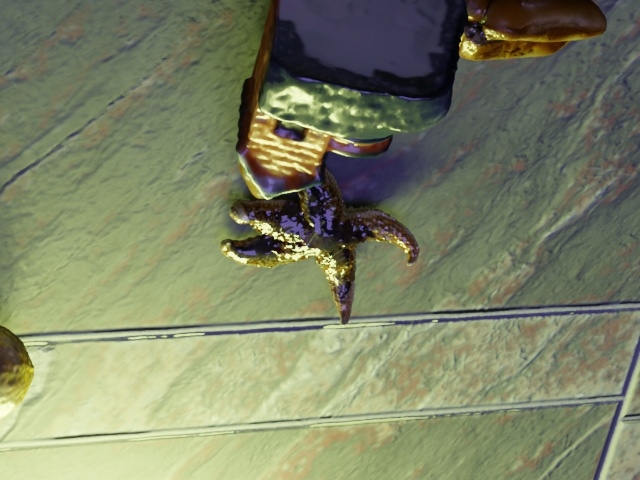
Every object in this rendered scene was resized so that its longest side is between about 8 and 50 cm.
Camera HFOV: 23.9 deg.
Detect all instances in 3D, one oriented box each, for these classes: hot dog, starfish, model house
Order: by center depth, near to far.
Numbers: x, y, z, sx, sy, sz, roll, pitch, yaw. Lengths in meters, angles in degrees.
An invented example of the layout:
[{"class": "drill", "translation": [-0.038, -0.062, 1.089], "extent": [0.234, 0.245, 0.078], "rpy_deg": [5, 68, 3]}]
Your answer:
[{"class": "model house", "translation": [0.012, -0.145, 1.571], "extent": [0.190, 0.271, 0.301], "rpy_deg": [14, 135, -10]}, {"class": "hot dog", "translation": [0.225, -0.237, 1.622], "extent": [0.100, 0.068, 0.249], "rpy_deg": [-19, 176, 35]}, {"class": "starfish", "translation": [0.001, -0.001, 1.776], "extent": [0.238, 0.071, 0.216], "rpy_deg": [1, 129, -8]}]

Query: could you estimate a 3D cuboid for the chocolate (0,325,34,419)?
[{"class": "chocolate", "translation": [-0.470, 0.142, 1.666], "extent": [0.309, 0.134, 0.134], "rpy_deg": [9, 120, -25]}]
